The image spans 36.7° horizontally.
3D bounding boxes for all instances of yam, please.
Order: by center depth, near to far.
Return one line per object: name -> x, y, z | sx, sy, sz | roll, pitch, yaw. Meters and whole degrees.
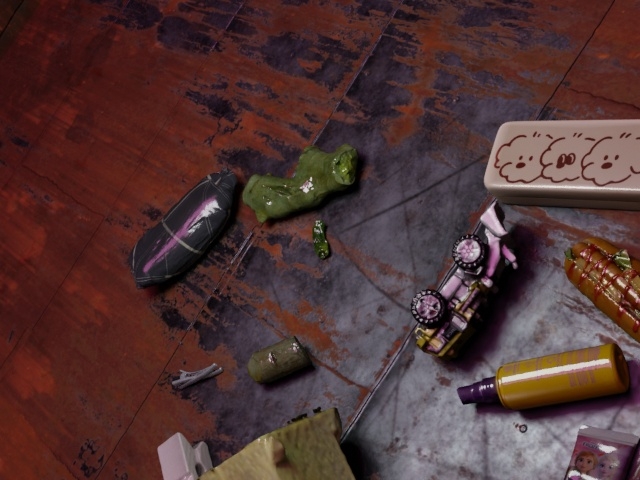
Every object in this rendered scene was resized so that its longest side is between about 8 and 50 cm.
yam -> -0.085, 0.233, 1.867 | 0.147, 0.070, 0.069 | -24, 52, 23

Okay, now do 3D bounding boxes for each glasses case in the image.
glasses case -> 0.455, -0.132, 1.663 | 0.337, 0.076, 0.143 | 4, 67, 39

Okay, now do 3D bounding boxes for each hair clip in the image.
hair clip -> -0.230, 0.514, 1.794 | 0.085, 0.101, 0.330 | -41, 45, 17
hair clip -> -0.254, 0.273, 2.000 | 0.115, 0.030, 0.039 | -20, 53, 27

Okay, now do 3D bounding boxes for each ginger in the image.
ginger -> -0.043, -0.124, 2.039 | 0.290, 0.089, 0.137 | -28, 69, 28

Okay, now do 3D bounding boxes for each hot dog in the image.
hot dog -> 0.483, 0.079, 1.520 | 0.104, 0.076, 0.250 | -44, 44, 7

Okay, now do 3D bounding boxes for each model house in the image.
model house -> -0.060, 0.467, 1.635 | 0.321, 0.261, 0.266 | -39, 71, 35

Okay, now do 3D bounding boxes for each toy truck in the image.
toy truck -> 0.259, 0.075, 1.659 | 0.111, 0.136, 0.285 | 34, 90, 23

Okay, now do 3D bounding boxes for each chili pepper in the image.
chili pepper -> 0.000, 0.000, 1.972 | 0.030, 0.034, 0.091 | -6, 54, -3

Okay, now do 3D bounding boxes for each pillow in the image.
pillow -> -0.306, -0.029, 2.176 | 0.335, 0.092, 0.161 | -45, 43, 6

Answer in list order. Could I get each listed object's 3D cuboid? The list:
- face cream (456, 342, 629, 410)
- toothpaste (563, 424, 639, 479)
face cream -> 0.345, 0.226, 1.535 | 0.273, 0.078, 0.078 | -17, 56, 30
toothpaste -> 0.389, 0.400, 1.424 | 0.096, 0.061, 0.266 | 6, 63, 40
